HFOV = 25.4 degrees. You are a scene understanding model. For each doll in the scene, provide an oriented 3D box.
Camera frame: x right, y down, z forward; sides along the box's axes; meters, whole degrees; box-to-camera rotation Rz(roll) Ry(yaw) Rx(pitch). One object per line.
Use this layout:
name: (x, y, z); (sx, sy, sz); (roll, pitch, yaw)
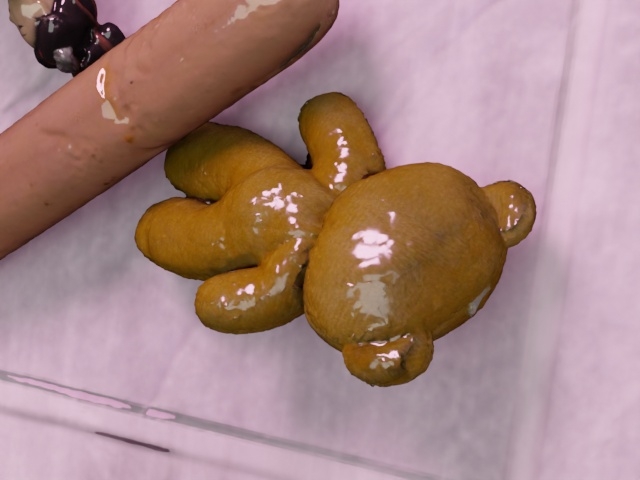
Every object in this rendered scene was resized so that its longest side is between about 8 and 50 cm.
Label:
doll: (0.000, 0.000, 0.718); (0.209, 0.097, 0.137); (22, 70, 37)

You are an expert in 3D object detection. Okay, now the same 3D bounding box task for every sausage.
sausage: (-0.113, -0.061, 0.750); (0.301, 0.066, 0.066); (-33, 80, 29)

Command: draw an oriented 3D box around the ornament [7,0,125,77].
ornament: (-0.186, -0.167, 0.762); (0.153, 0.166, 0.196); (-25, 98, 24)
